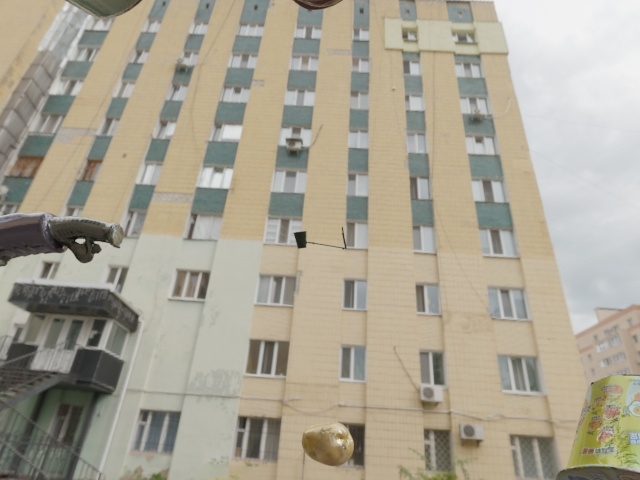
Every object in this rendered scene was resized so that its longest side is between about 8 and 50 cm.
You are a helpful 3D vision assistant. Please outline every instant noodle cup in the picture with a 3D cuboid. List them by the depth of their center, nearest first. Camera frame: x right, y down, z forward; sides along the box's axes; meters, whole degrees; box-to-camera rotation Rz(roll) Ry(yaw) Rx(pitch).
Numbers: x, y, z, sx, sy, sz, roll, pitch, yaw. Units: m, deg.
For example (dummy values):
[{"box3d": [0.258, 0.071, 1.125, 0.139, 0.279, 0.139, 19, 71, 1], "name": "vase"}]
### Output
[{"box3d": [0.438, 0.288, 0.541, 0.204, 0.153, 0.205, 23, -39, 20], "name": "instant noodle cup"}]

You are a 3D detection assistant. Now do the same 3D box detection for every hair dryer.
[{"box3d": [-0.392, 0.057, 0.454, 0.360, 0.301, 0.121, -20, -18, 0], "name": "hair dryer"}]

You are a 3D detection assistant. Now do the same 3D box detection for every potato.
[{"box3d": [0.012, 0.337, 0.683, 0.083, 0.068, 0.063, -9, -72, 13], "name": "potato"}]

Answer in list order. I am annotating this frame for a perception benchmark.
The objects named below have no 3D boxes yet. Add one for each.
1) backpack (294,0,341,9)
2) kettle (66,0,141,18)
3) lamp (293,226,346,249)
[{"box3d": [-0.005, -0.562, 0.788, 0.229, 0.230, 0.139, 13, 11, -14], "name": "backpack"}, {"box3d": [-0.331, -0.468, 0.456, 0.360, 0.250, 0.376, -7, -6, 21], "name": "kettle"}, {"box3d": [-0.001, 0.000, 0.963, 0.121, 0.054, 0.041, -6, 3, 4], "name": "lamp"}]
